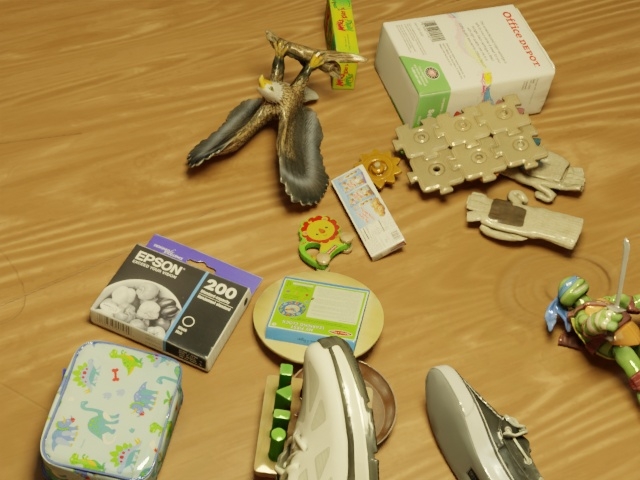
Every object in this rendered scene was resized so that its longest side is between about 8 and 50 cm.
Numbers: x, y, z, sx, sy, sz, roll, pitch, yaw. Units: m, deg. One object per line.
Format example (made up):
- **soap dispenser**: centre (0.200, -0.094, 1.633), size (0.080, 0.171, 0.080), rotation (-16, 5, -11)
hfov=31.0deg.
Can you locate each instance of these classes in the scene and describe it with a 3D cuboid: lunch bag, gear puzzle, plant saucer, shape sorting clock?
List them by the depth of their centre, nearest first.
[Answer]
- **lunch bag**: centre (-0.299, 0.255, 1.654), size (0.176, 0.090, 0.219), rotation (12, 51, 1)
- **plant saucer**: centre (0.030, 0.252, 1.741), size (0.168, 0.029, 0.168), rotation (4, 50, -5)
- **shape sorting clock**: centre (-0.003, 0.122, 1.826), size (0.206, 0.040, 0.206), rotation (2, 37, -2)
- **gear puzzle**: centre (0.225, -0.149, 2.061), size (0.339, 0.044, 0.175), rotation (-16, 55, -6)

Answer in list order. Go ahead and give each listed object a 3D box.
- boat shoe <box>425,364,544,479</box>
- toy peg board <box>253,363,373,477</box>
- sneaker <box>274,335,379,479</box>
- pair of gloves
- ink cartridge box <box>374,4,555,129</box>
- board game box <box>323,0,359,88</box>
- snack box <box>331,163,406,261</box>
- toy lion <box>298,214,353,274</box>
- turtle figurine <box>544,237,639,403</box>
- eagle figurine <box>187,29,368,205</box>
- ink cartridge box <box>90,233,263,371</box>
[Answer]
- **boat shoe**: centre (0.258, 0.309, 1.675), size (0.105, 0.113, 0.306), rotation (-15, 57, -27)
- **toy peg board**: centre (-0.006, 0.258, 1.662), size (0.160, 0.079, 0.161), rotation (7, 52, -1)
- **sneaker**: centre (-0.056, 0.348, 1.501), size (0.257, 0.169, 0.447), rotation (-2, 76, -5)
- **pair of gloves**: centre (0.365, -0.078, 2.046), size (0.204, 0.042, 0.240), rotation (11, 45, 8)
- **ink cartridge box**: centre (0.269, -0.325, 2.182), size (0.278, 0.117, 0.201), rotation (-11, 54, -16)
- **board game box**: centre (0.039, -0.386, 2.216), size (0.043, 0.092, 0.181), rotation (-1, 52, -7)
- **snack box**: centre (0.081, -0.049, 1.981), size (0.064, 0.022, 0.178), rotation (-28, 57, 2)
- **toy lion**: centre (0.000, 0.000, 1.942), size (0.096, 0.034, 0.100), rotation (31, 54, 25)
- **turtle figurine**: centre (0.504, 0.128, 1.776), size (0.274, 0.198, 0.266), rotation (-39, 79, 14)
- **eagle figurine**: centre (-0.082, -0.215, 2.033), size (0.226, 0.225, 0.298), rotation (6, 74, 50)
- **ink cartridge box**: centre (-0.223, 0.083, 1.833), size (0.206, 0.045, 0.208), rotation (21, 50, 10)
